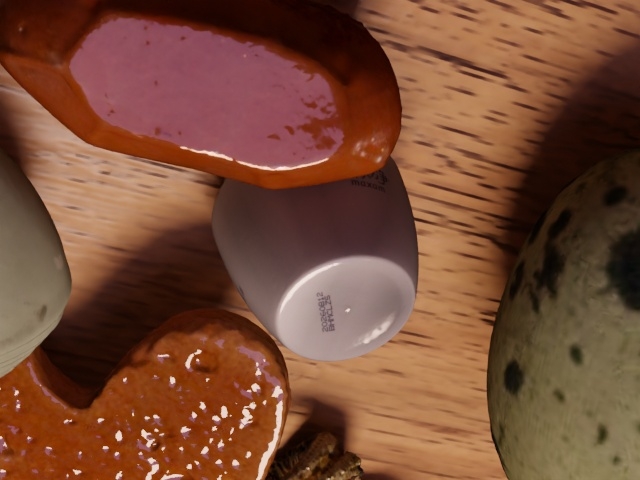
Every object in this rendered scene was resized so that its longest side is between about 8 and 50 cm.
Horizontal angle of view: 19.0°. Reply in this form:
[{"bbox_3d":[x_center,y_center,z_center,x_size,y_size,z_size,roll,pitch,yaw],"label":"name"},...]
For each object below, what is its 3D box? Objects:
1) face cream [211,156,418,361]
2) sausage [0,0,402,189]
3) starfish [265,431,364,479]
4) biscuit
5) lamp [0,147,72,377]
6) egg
[{"bbox_3d":[0.000,0.000,0.865,0.091,0.095,0.091,-10,133,-11],"label":"face cream"},{"bbox_3d":[-0.049,-0.071,0.794,0.179,0.089,0.089,12,127,-15],"label":"sausage"},{"bbox_3d":[-0.037,0.160,1.013,0.146,0.074,0.190,-28,129,9],"label":"starfish"},{"bbox_3d":[-0.121,0.087,0.913,0.192,0.036,0.186,27,115,-9],"label":"biscuit"},{"bbox_3d":[-0.162,-0.022,0.796,0.106,0.106,0.193,-9,124,-10],"label":"lamp"},{"bbox_3d":[0.167,0.059,0.921,0.177,0.177,0.228,-13,121,-7],"label":"egg"}]
